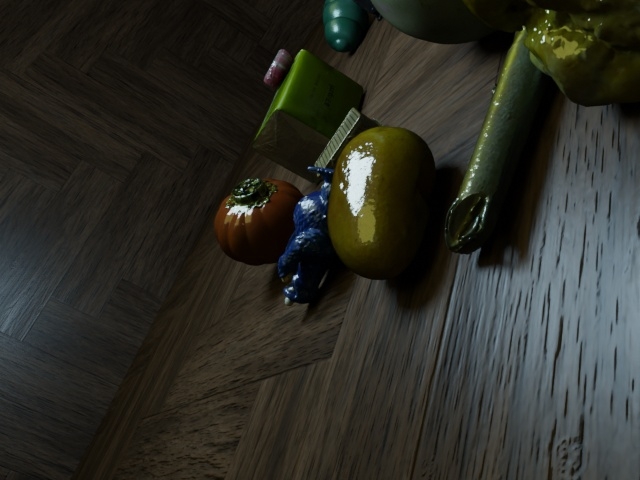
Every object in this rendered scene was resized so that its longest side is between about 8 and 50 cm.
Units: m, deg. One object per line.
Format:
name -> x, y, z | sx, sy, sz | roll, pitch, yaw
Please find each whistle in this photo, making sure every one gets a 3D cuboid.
whistle -> 0.216, -0.132, 0.645 | 0.068, 0.057, 0.326 | 110, -175, -68

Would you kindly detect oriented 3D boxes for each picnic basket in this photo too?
picnic basket -> 0.063, -0.182, 1.135 | 0.164, 0.079, 0.115 | -54, 18, 16

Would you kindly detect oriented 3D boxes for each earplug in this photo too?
earplug -> 0.070, -0.762, 1.983 | 0.257, 0.164, 0.280 | 134, 149, -55

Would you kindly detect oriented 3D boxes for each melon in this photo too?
melon -> 0.207, -0.444, 0.863 | 0.268, 0.268, 0.330 | -57, 37, 6

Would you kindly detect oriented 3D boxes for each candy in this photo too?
candy -> -0.112, -0.456, 1.472 | 0.103, 0.043, 0.103 | -57, 13, 21

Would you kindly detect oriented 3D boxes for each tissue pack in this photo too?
tissue pack -> -0.026, -0.318, 1.416 | 0.167, 0.200, 0.274 | -44, 23, 46

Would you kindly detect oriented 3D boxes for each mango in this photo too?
mango -> 0.085, -0.053, 0.775 | 0.167, 0.130, 0.261 | -35, 35, 44

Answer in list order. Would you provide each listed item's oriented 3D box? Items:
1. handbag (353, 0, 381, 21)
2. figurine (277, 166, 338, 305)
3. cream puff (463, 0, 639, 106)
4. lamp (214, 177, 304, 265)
handbag -> 0.266, -0.937, 1.735 | 0.416, 0.180, 0.316 | -36, 36, 42
figurine -> 0.002, -0.003, 0.970 | 0.164, 0.121, 0.262 | -83, 11, -67
cream puff -> 0.257, -0.296, 0.488 | 0.291, 0.257, 0.324 | -54, 17, 29
lamp -> -0.129, -0.042, 1.246 | 0.223, 0.196, 0.223 | -13, 36, 10
